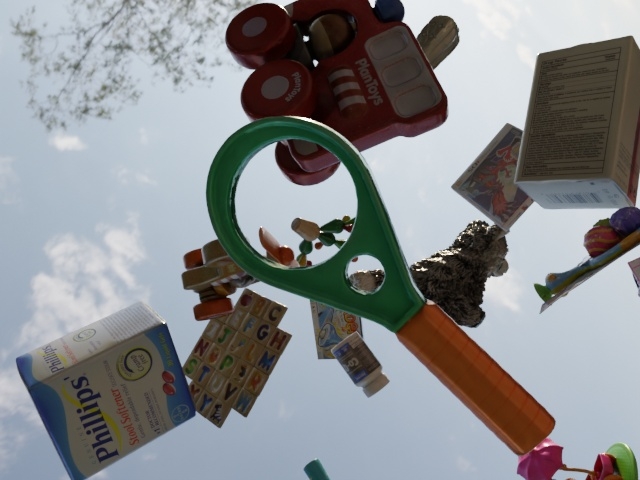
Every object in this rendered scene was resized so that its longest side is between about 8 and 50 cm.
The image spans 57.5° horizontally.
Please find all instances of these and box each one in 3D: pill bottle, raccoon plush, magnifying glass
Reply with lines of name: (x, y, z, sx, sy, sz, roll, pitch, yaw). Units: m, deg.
pill bottle: (0.093, 0.285, 1.338, 0.078, 0.078, 0.137, -26, -106, -46)
raccoon plush: (0.319, 0.049, 1.524, 0.447, 0.216, 0.299, 17, -89, -38)
magnifying glass: (0.031, 0.025, 0.318, 0.231, 0.092, 0.026, 44, -167, 3)

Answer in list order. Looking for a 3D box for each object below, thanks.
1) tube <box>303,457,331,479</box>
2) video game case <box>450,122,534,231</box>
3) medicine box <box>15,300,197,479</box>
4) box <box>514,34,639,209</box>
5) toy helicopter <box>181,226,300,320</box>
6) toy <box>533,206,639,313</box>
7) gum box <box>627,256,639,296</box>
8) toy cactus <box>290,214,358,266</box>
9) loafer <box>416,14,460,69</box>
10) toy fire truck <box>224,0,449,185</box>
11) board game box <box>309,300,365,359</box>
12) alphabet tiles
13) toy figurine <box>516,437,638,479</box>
tube: (0.030, 0.680, 1.544, 0.052, 0.080, 0.207, -30, -123, -14)
video game case: (0.378, -0.135, 1.184, 0.023, 0.183, 0.201, 33, -167, -33)
medicine box: (-0.457, 0.322, 1.269, 0.289, 0.149, 0.263, -26, -62, -30)
box: (0.415, -0.176, 0.917, 0.127, 0.149, 0.232, 26, -106, -43)
toy helicopter: (-0.147, 0.048, 1.098, 0.235, 0.355, 0.140, -12, -101, -7)
toy: (0.404, 0.005, 0.839, 0.056, 0.237, 0.137, 48, -152, 11)
gum box: (0.715, 0.056, 1.151, 0.107, 0.188, 0.062, 44, -153, -35)
toy cactus: (0.000, 0.000, 1.414, 0.181, 0.219, 0.112, 25, -129, -43)
loafer: (0.265, -0.474, 1.615, 0.111, 0.319, 0.112, 39, -171, -44)
toy fire truck: (0.020, -0.239, 0.833, 0.169, 0.254, 0.302, 58, -167, -58)
board game box: (0.048, 0.229, 1.602, 0.035, 0.136, 0.201, -61, -36, -69)
alphabet tiles: (-0.227, 0.297, 1.525, 0.011, 0.285, 0.342, 41, -106, -47)
toy figurine: (0.397, 0.390, 0.953, 0.159, 0.173, 0.130, 15, -153, 5)
